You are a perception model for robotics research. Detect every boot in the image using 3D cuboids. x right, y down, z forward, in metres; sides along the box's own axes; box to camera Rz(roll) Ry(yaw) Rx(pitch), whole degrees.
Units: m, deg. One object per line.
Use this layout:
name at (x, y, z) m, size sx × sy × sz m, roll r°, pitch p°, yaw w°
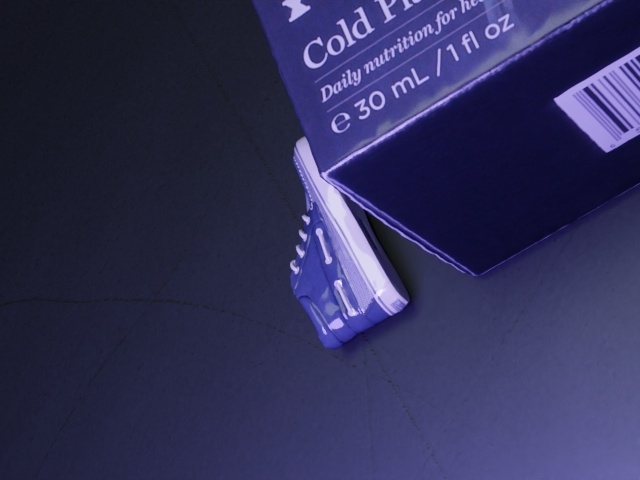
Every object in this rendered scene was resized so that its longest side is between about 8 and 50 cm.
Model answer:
boot at (0.000, 0.000, 1.493) m, size 0.086 × 0.069 × 0.190 m, roll -33°, pitch 63°, yaw 13°

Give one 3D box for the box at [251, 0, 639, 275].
box at (0.181, -0.310, 1.363) m, size 0.480 × 0.297 × 0.472 m, roll -31°, pitch 60°, yaw 17°
